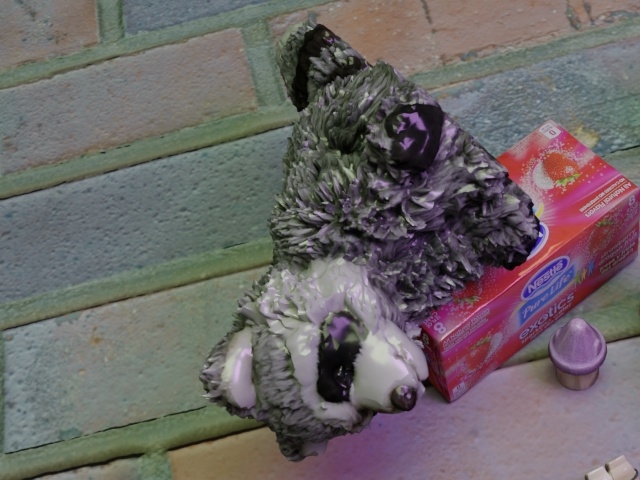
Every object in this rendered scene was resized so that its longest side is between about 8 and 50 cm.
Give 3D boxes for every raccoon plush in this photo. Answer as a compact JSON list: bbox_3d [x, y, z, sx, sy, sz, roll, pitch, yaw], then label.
[{"bbox_3d":[0.000,0.000,1.048,0.299,0.216,0.446,-46,26,3],"label":"raccoon plush"}]

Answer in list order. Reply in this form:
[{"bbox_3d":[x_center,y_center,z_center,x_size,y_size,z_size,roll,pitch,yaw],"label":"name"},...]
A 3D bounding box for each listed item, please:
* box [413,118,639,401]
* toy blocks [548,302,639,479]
[{"bbox_3d":[0.178,0.018,1.127,0.257,0.123,0.128,-35,55,-13],"label":"box"},{"bbox_3d":[0.349,0.084,0.956,0.309,0.260,0.289,-25,54,-6],"label":"toy blocks"}]
